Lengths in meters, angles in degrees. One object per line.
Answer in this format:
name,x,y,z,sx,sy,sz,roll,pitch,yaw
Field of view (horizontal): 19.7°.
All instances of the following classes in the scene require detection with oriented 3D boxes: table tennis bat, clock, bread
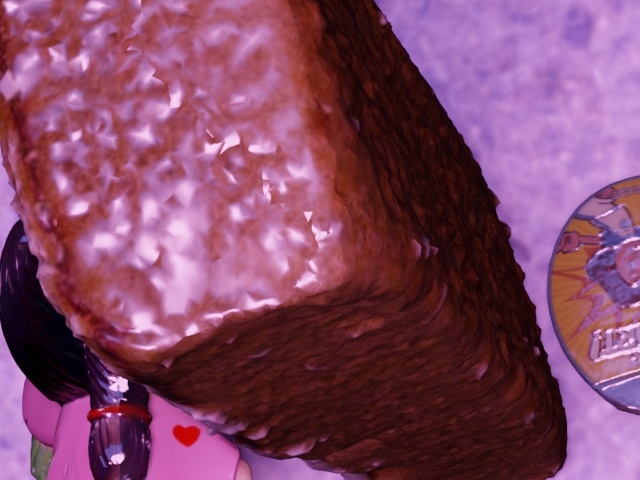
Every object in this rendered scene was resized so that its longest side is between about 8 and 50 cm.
table tennis bat,0.157,0.043,0.830,0.100,0.019,0.155,-16,71,11
clock,-0.085,0.079,0.797,0.100,0.194,0.195,-2,84,-6
bread,0.000,0.000,0.674,0.113,0.416,0.165,-22,71,8
